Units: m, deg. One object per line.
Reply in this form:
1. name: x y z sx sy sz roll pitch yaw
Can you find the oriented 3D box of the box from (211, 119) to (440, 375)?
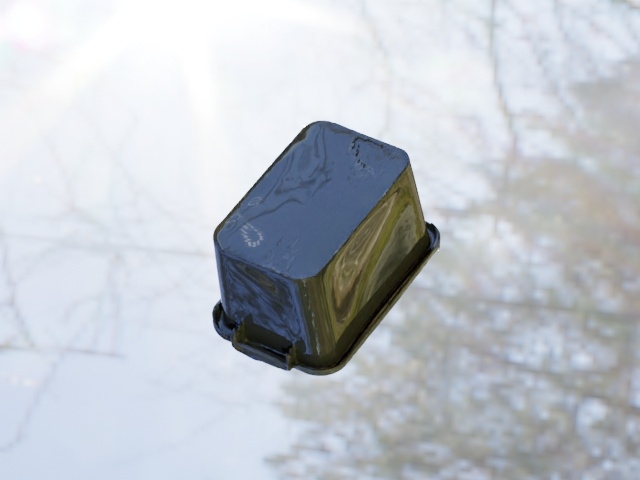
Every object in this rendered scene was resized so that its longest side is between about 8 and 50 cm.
1. box: 0.000 0.000 1.992 0.243 0.163 0.135 -49 -33 -31
